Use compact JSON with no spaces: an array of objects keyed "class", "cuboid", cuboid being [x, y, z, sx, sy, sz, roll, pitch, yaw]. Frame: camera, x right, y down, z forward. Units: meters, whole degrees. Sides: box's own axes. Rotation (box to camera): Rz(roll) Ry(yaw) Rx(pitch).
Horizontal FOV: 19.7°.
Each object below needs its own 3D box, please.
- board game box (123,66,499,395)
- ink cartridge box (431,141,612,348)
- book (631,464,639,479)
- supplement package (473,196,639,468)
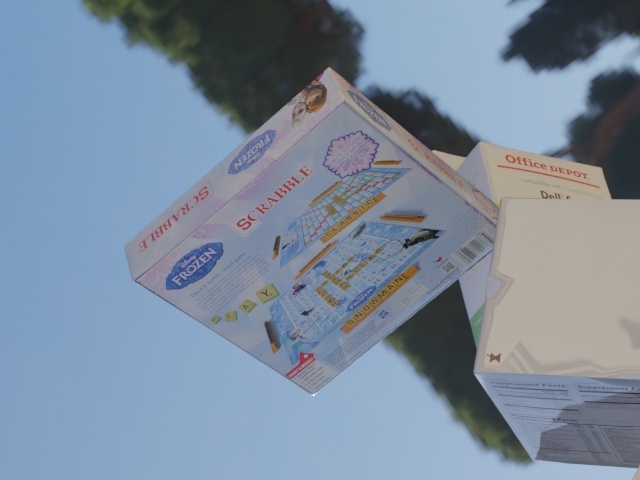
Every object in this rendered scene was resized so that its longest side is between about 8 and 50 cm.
[{"class":"board game box","cuboid":[0.000,0.000,2.082,0.318,0.318,0.066,37,-159,-40]},{"class":"ink cartridge box","cuboid":[0.283,0.000,2.401,0.207,0.119,0.353,10,-132,-28]},{"class":"book","cuboid":[0.272,0.246,1.452,0.096,0.035,0.144,24,-129,14]},{"class":"supplement package","cuboid":[0.297,0.101,1.907,0.263,0.198,0.199,53,-137,-57]}]
